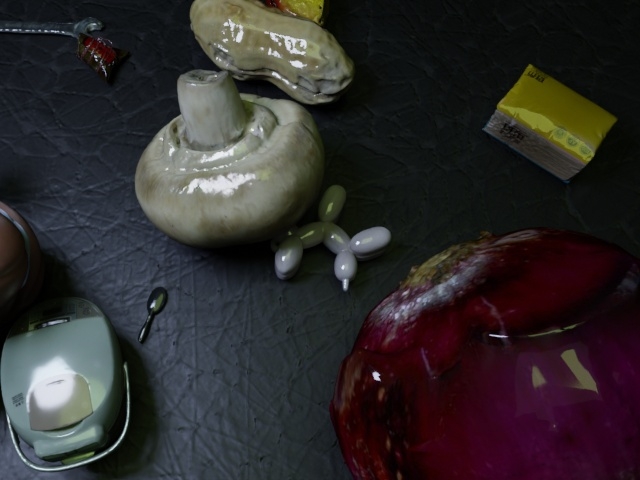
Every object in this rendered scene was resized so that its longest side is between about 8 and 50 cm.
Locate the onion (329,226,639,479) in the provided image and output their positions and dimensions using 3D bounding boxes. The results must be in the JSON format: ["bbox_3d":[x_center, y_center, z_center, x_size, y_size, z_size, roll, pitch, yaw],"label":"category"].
[{"bbox_3d":[0.229,0.214,0.706,0.398,0.398,0.421,-27,100,-15],"label":"onion"}]

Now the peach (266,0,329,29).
[{"bbox_3d":[-0.031,-0.417,1.085,0.127,0.092,0.172,-20,80,-7],"label":"peach"}]

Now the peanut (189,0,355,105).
[{"bbox_3d":[-0.081,-0.308,1.013,0.290,0.130,0.130,22,66,7],"label":"peanut"}]

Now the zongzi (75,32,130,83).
[{"bbox_3d":[-0.349,-0.303,1.039,0.083,0.067,0.073,48,58,-4],"label":"zongzi"}]

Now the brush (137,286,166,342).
[{"bbox_3d":[-0.235,0.102,0.880,0.024,0.008,0.083,16,66,1],"label":"brush"}]

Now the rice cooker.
[{"bbox_3d":[-0.307,0.174,0.781,0.145,0.127,0.207,-14,71,-9],"label":"rice cooker"}]

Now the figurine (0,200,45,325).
[{"bbox_3d":[-0.508,-0.014,0.789,0.388,0.277,0.248,38,25,8],"label":"figurine"}]

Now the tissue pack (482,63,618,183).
[{"bbox_3d":[0.367,-0.189,1.017,0.169,0.082,0.120,36,67,12],"label":"tissue pack"}]

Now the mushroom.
[{"bbox_3d":[-0.125,-0.118,0.851,0.253,0.234,0.260,24,57,35],"label":"mushroom"}]

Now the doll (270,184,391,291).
[{"bbox_3d":[0.000,0.000,0.918,0.161,0.059,0.160,43,68,13],"label":"doll"}]

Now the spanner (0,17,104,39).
[{"bbox_3d":[-0.493,-0.357,1.062,0.254,0.015,0.054,2,65,-4],"label":"spanner"}]
